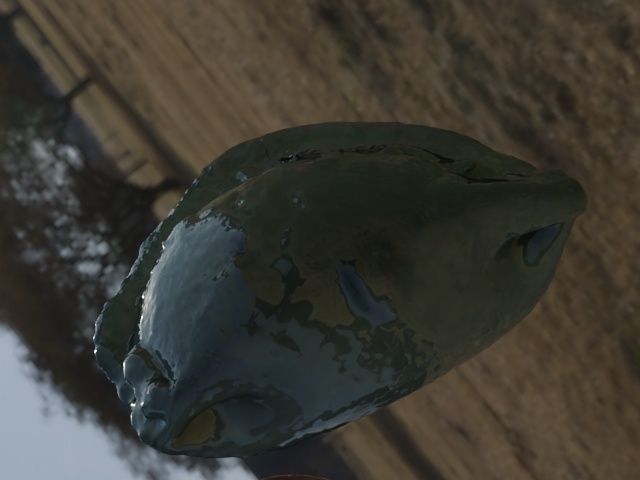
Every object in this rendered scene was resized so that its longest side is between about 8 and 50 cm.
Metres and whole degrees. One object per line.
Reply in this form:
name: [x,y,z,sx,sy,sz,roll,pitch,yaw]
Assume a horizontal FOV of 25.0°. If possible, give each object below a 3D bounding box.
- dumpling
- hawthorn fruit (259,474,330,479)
dumpling: [0.001,0.001,0.616,0.105,0.216,0.149,73,173,-74]
hawthorn fruit: [-0.065,0.276,0.888,0.284,0.284,0.284,51,174,7]
